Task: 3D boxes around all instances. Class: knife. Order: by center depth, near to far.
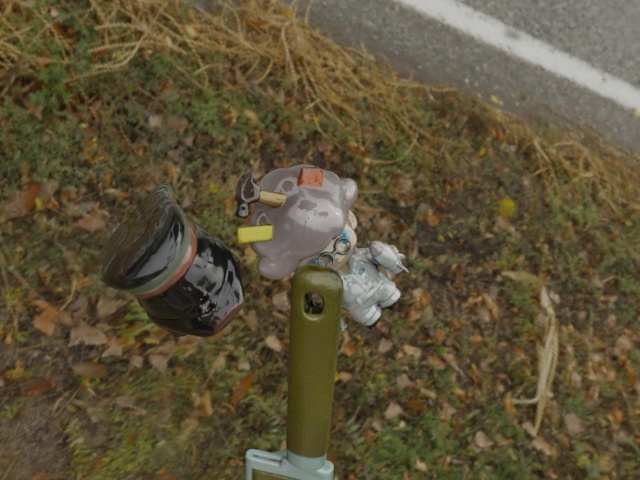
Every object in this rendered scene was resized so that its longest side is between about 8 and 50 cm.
[{"bbox_3d":[-0.021,0.157,0.487,0.061,0.342,0.027,9,32,10],"label":"knife"}]

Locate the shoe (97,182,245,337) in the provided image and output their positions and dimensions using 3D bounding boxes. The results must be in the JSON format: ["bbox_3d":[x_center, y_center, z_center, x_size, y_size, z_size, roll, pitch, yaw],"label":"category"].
[{"bbox_3d":[-0.145,0.025,0.728,0.137,0.291,0.114,43,83,-20],"label":"shoe"}]

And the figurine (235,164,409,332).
[{"bbox_3d":[0.000,0.000,0.743,0.137,0.112,0.229,-44,112,-3],"label":"figurine"}]
